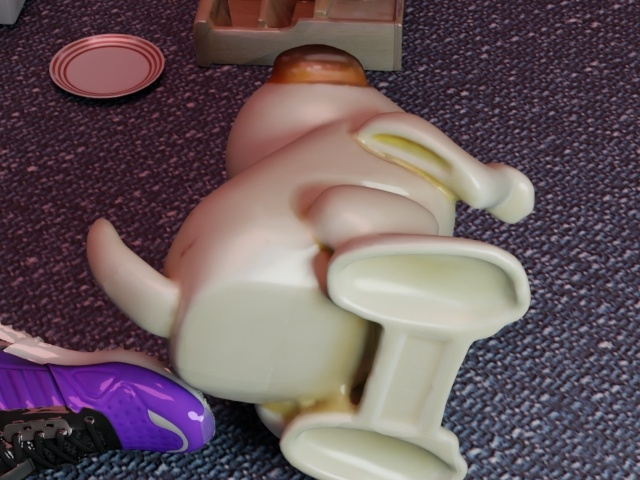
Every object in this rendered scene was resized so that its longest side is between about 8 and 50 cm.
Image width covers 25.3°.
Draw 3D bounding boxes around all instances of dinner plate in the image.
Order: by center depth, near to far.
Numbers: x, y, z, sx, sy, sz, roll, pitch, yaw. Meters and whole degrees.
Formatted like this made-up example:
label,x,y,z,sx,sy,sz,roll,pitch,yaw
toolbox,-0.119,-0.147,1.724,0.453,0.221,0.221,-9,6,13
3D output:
label,x,y,z,sx,sy,sz,roll,pitch,yaw
dinner plate,-0.263,-0.212,1.759,0.141,0.017,0.141,0,42,0

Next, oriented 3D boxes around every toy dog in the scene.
label,x,y,z,sx,sy,sz,roll,pitch,yaw
toy dog,0.000,0.000,1.340,0.395,0.285,0.408,4,34,1

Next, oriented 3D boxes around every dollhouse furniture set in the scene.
label,x,y,z,sx,sy,sz,roll,pitch,yaw
dollhouse furniture set,-0.022,-0.414,1.704,0.256,0.394,0.362,2,41,3

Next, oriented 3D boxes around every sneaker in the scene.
label,x,y,z,sx,sy,sz,roll,pitch,yaw
sneaker,-0.242,0.167,1.274,0.293,0.102,0.146,10,47,19

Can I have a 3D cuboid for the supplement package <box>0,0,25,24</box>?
label,x,y,z,sx,sy,sz,roll,pitch,yaw
supplement package,-0.481,-0.443,1.814,0.198,0.263,0.199,5,50,10
